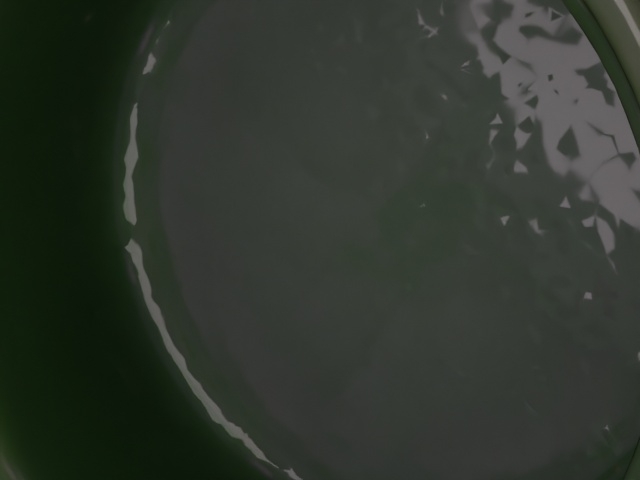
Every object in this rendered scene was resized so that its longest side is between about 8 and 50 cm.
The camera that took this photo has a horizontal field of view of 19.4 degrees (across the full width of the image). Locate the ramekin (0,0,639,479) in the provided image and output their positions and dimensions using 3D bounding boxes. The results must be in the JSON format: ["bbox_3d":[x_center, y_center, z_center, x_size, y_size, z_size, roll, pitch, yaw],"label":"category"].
[{"bbox_3d":[0.000,0.000,0.576,0.303,0.148,0.303,7,104,28],"label":"ramekin"}]
